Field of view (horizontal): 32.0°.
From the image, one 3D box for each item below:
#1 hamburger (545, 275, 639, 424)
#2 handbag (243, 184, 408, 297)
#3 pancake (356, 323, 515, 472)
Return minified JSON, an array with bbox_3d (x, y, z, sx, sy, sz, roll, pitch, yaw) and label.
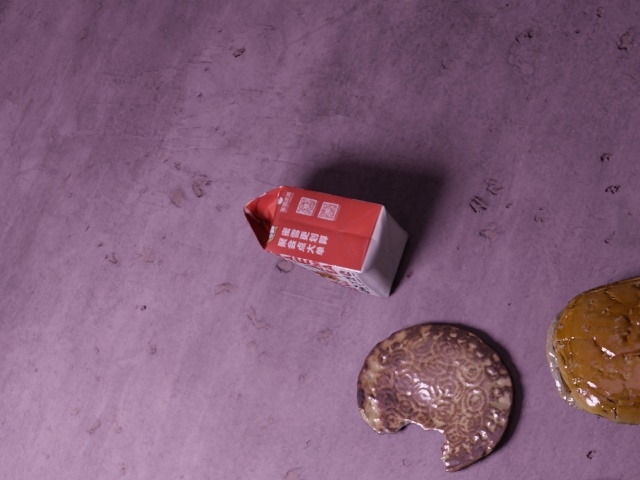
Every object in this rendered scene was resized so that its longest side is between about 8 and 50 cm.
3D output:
[{"bbox_3d":[0.533,0.185,1.911,0.285,0.134,0.265,-16,65,9],"label":"hamburger"},{"bbox_3d":[0.000,0.000,2.153,0.298,0.171,0.151,11,74,26],"label":"handbag"},{"bbox_3d":[0.208,0.284,2.031,0.288,0.033,0.286,-16,64,11],"label":"pancake"}]
